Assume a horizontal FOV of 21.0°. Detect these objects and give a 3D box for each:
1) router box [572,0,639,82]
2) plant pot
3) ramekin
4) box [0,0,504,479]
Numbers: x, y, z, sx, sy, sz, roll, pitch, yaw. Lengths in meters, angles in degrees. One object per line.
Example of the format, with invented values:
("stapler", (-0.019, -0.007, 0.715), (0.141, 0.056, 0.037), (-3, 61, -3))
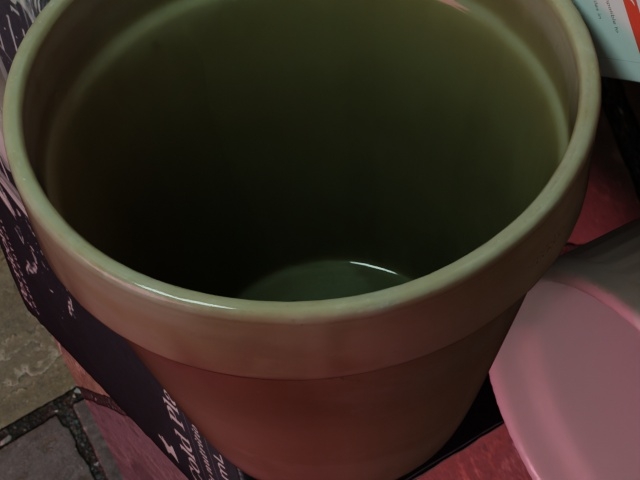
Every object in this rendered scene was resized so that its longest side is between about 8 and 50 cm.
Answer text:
("router box", (0.138, -0.252, 0.936), (0.301, 0.082, 0.335), (22, 137, 59))
("plant pot", (0.000, 0.000, 1.029), (0.323, 0.323, 0.280), (46, 158, 34))
("ramekin", (0.240, 0.109, 1.095), (0.277, 0.135, 0.277), (47, 155, 30))
("box", (-0.094, -0.089, 1.402), (0.472, 0.297, 0.480), (38, 150, 50))
